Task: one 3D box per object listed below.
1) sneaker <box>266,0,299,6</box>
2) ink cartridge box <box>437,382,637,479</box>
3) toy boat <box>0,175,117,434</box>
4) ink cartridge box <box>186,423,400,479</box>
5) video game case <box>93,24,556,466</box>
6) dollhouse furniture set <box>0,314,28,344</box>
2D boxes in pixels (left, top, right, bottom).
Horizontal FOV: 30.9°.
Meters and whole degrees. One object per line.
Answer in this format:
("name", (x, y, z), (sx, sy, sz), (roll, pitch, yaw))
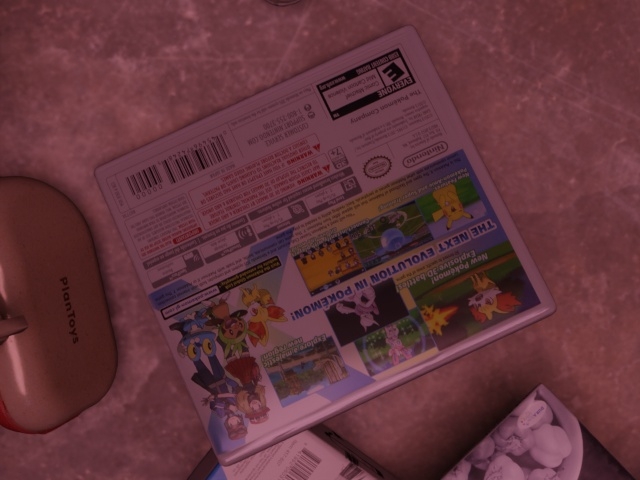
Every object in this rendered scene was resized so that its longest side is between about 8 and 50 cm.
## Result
("sneaker", (-0.073, -0.318, 1.027), (0.087, 0.092, 0.228), (-35, 97, 2))
("ink cartridge box", (0.195, 0.272, 1.029), (0.206, 0.045, 0.208), (-43, 79, -2))
("toy boat", (-0.288, 0.058, 1.047), (0.151, 0.151, 0.231), (-7, 98, 26))
("ink cartridge box", (-0.016, 0.257, 1.102), (0.203, 0.086, 0.148), (38, 92, -8))
("video game case", (0.000, 0.000, 1.053), (0.329, 0.036, 0.299), (-25, 79, -2))
("dollhouse furniture set", (-0.365, 0.094, 0.913), (0.355, 0.174, 0.303), (-39, 76, 34))
